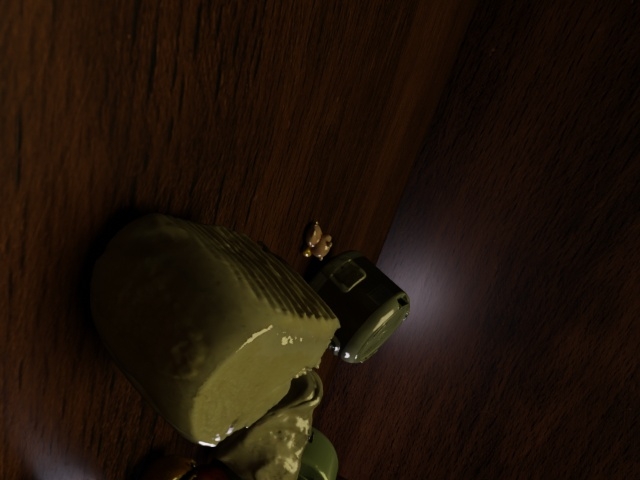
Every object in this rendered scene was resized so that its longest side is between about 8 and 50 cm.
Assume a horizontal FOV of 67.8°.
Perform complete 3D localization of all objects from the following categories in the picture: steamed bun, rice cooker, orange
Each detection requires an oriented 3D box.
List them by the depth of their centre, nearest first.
[{"bbox_3d":[-0.166,0.131,0.648,0.273,0.290,0.272,22,99,-58],"label":"steamed bun"},{"bbox_3d":[-0.332,0.520,1.007,0.170,0.112,0.160,-46,-174,25],"label":"orange"},{"bbox_3d":[-0.163,0.410,1.185,0.346,0.238,0.393,-53,-150,43],"label":"steamed bun"},{"bbox_3d":[0.101,0.217,1.642,0.335,0.325,0.335,-38,156,-20],"label":"rice cooker"}]

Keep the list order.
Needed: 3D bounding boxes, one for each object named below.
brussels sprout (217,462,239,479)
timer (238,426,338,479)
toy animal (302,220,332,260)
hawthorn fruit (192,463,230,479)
[{"bbox_3d":[-0.251,0.809,1.549,0.273,0.243,0.316,-102,-144,-72],"label":"brussels sprout"},{"bbox_3d":[-0.100,0.697,1.266,0.315,0.291,0.290,-81,-170,-72],"label":"timer"},{"bbox_3d":[0.000,0.000,1.400,0.091,0.082,0.114,-51,159,-48],"label":"toy animal"},{"bbox_3d":[-0.283,0.706,1.210,0.207,0.243,0.207,-48,155,-31],"label":"hawthorn fruit"}]
